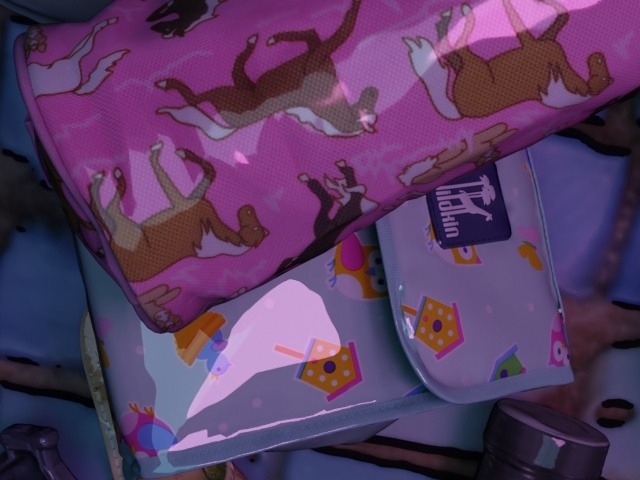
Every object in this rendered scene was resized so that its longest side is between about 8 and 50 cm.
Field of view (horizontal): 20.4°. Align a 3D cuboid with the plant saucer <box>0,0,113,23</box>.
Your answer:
[{"bbox_3d":[-0.132,-0.253,0.870,0.400,0.100,0.400,13,128,18],"label":"plant saucer"}]

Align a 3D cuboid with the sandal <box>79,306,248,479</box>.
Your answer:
[{"bbox_3d":[-0.086,0.144,1.034,0.088,0.079,0.240,-20,97,4],"label":"sandal"}]

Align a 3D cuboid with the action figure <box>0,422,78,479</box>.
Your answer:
[{"bbox_3d":[-0.191,0.301,1.014,0.330,0.178,0.341,-20,101,14],"label":"action figure"}]

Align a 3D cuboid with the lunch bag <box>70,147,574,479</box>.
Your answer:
[{"bbox_3d":[0.000,0.000,0.967,0.262,0.160,0.223,-11,83,-9],"label":"lunch bag"}]

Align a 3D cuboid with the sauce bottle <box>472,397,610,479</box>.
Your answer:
[{"bbox_3d":[0.080,0.263,1.031,0.111,0.111,0.344,20,98,-1],"label":"sauce bottle"}]

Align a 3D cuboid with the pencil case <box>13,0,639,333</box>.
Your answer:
[{"bbox_3d":[0.047,-0.103,0.812,0.386,0.167,0.160,-28,86,-2],"label":"pencil case"}]
